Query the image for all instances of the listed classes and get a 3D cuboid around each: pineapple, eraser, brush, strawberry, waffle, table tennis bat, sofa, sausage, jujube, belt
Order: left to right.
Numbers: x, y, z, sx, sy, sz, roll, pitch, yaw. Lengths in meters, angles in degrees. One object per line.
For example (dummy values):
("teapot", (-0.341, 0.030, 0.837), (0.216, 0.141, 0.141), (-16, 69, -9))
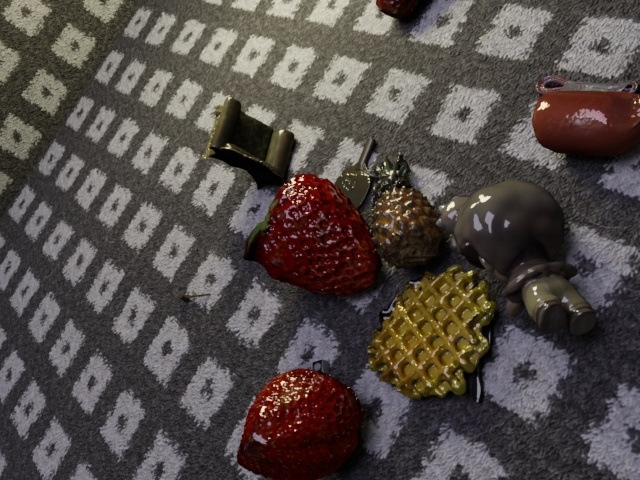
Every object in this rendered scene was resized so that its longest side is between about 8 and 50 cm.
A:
("sofa", (-0.205, -0.296, 2.018), (0.182, 0.258, 0.199), (-15, 55, 50))
("strawberry", (-0.053, 0.412, 1.459), (0.239, 0.288, 0.249), (7, 91, 32))
("eraser", (-0.034, 0.334, 1.668), (0.122, 0.029, 0.052), (-22, 53, 30))
("strawberry", (-0.008, -0.007, 1.703), (0.291, 0.310, 0.291), (-59, 14, 25))
("table tennis bat", (0.098, -0.175, 1.857), (0.131, 0.022, 0.234), (16, 80, 45))
("pineapple", (0.197, -0.087, 1.641), (0.175, 0.175, 0.361), (-29, 35, 24))
("jujube", (0.257, -0.763, 1.972), (0.155, 0.155, 0.230), (35, 99, 46))
("waffle", (0.241, 0.196, 1.486), (0.307, 0.060, 0.311), (8, 71, 46))
("brush", (0.332, 0.247, 1.417), (0.063, 0.016, 0.193), (-15, 56, 42))
("belt", (0.593, -0.327, 1.502), (0.232, 0.053, 0.071), (16, 70, 44))
("sausage", (0.560, -0.247, 1.417), (0.254, 0.148, 0.148), (21, 80, 45))

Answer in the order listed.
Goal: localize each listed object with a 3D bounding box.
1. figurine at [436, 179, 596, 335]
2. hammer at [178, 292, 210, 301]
("figurine", (0.401, 0.024, 1.343), (0.249, 0.203, 0.380), (-15, 48, -5))
("hammer", (-0.383, 0.169, 2.060), (0.110, 0.035, 0.019), (-10, 60, 26))
